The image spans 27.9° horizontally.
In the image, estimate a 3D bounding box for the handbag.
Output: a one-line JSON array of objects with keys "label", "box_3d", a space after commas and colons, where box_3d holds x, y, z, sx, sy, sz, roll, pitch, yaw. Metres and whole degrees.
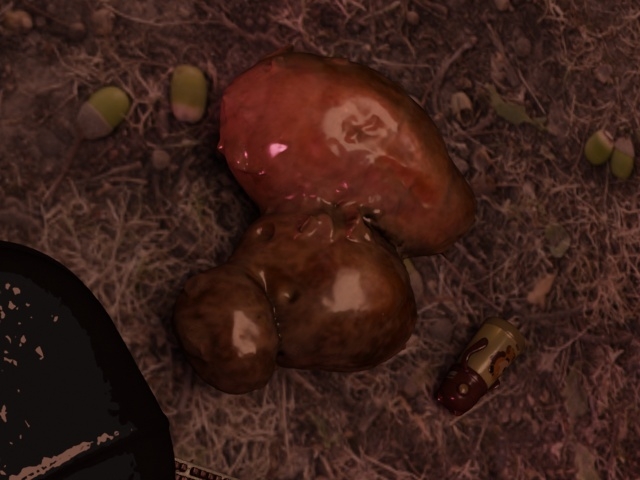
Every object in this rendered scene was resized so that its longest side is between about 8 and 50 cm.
[{"label": "handbag", "box_3d": [-0.242, 0.150, 0.953, 0.254, 0.093, 0.308, -32, 100, -29]}]

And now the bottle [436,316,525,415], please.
[{"label": "bottle", "box_3d": [0.149, 0.122, 1.209, 0.101, 0.047, 0.063, -49, 112, -25]}]

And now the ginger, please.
[{"label": "ginger", "box_3d": [0.000, 0.000, 1.097, 0.245, 0.155, 0.304, 25, 69, -22]}]

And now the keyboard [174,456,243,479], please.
[{"label": "keyboard", "box_3d": [-0.113, 0.209, 1.075, 0.166, 0.017, 0.055, 23, 70, -21]}]
